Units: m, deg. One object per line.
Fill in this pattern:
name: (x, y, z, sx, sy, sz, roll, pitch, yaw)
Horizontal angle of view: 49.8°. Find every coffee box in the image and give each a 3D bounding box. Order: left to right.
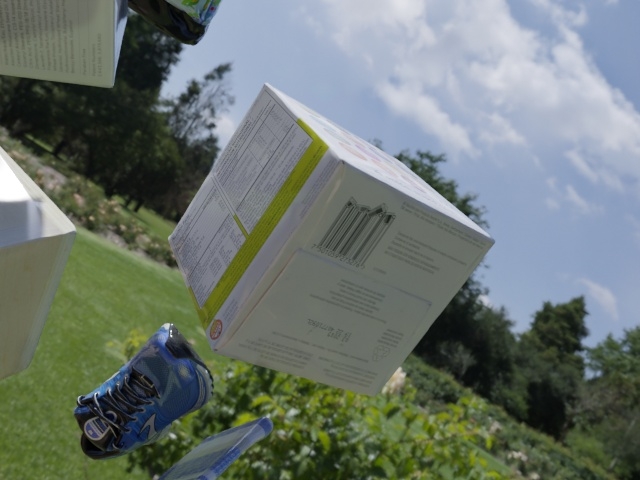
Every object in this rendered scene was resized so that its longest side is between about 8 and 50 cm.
coffee box: (0.000, 0.000, 1.155, 0.337, 0.338, 0.334, 24, 17, -35)

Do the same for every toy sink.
toy sink: (-0.318, -0.011, 0.507, 0.234, 0.153, 0.131, 43, 31, 19)

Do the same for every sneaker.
sneaker: (-0.272, 0.247, 1.024, 0.130, 0.330, 0.147, 48, 42, 13)

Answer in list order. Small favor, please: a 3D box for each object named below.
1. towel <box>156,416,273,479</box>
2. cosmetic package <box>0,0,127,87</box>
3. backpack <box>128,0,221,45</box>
towel: (-0.206, 0.364, 0.998, 0.209, 0.285, 0.034, -33, -89, 44)
cosmetic package: (-0.296, -0.269, 0.703, 0.183, 0.151, 0.151, 4, 44, -13)
backpack: (-0.208, -0.508, 1.021, 0.290, 0.355, 0.273, 34, 15, -20)
